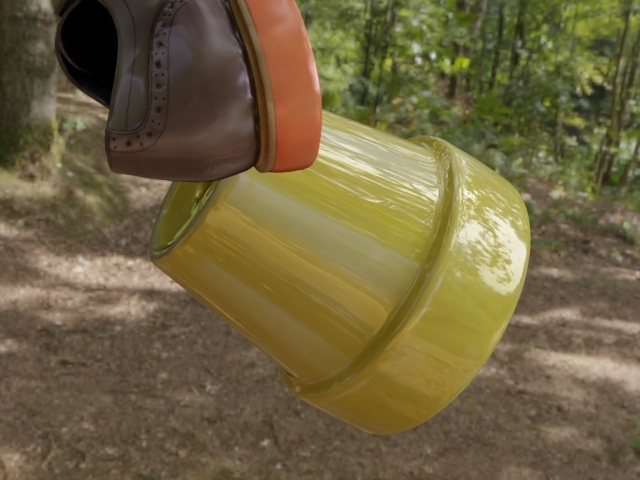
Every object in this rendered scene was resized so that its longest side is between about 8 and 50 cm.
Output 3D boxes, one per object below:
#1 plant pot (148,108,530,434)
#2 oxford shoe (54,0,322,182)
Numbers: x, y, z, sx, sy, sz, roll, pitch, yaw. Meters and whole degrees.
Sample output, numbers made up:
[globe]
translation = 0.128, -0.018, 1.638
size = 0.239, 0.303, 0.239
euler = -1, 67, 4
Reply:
[plant pot]
translation = 0.000, 0.000, 0.691
size = 0.239, 0.254, 0.254
euler = 29, 5, -21
[oxford shoe]
translation = -0.088, -0.131, 0.409
size = 0.098, 0.097, 0.271
euler = -13, 46, -16
